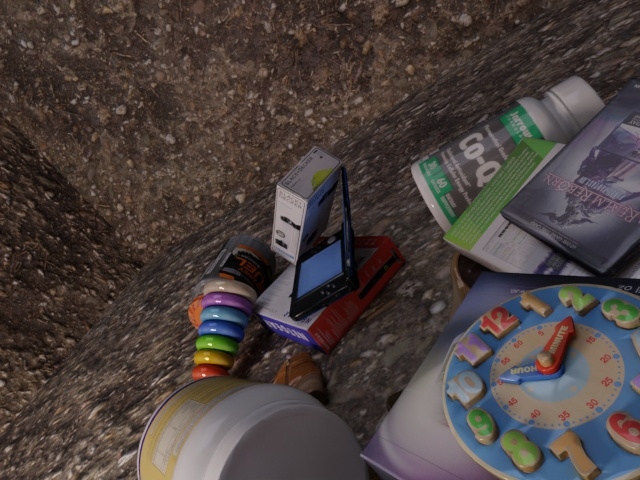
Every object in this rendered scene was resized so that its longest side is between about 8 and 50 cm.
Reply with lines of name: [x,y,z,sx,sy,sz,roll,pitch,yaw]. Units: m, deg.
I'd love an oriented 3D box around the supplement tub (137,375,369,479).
supplement tub: [-0.109,0.321,0.663,0.241,0.241,0.331,-50,15,-29]

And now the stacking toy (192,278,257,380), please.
stacking toy: [-0.250,0.269,1.147,0.141,0.141,0.330,-19,52,40]

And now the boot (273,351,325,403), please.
boot: [-0.083,0.312,0.942,0.197,0.073,0.152,-27,20,-2]

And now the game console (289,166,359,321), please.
game console: [0.000,0.000,1.080,0.250,0.173,0.293,-32,21,15]

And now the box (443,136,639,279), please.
box: [0.364,-0.028,0.691,0.232,0.058,0.322,-51,33,0]

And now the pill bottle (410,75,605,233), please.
pill bottle: [0.392,-0.166,0.978,0.361,0.204,0.204,-31,21,19]

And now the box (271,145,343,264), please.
box: [-0.041,-0.083,1.221,0.169,0.087,0.290,-50,-15,-33]

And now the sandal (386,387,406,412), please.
sandal: [0.140,0.267,0.682,0.072,0.049,0.180,-12,10,1]

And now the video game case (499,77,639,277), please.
video game case: [0.406,-0.094,0.630,0.274,0.026,0.196,-46,33,6]

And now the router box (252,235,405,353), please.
router box: [0.005,0.117,1.190,0.301,0.082,0.335,-47,22,-23]

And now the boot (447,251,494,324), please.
boot: [0.327,0.078,0.782,0.207,0.090,0.248,-12,29,27]

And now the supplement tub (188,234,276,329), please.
supplement tub: [-0.267,0.138,1.439,0.193,0.193,0.316,-26,24,29]

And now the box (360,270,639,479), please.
box: [0.252,0.195,0.475,0.294,0.183,0.296,-49,23,-24]

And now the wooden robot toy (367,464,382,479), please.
wooden robot toy: [0.077,0.322,0.634,0.173,0.079,0.076,-25,24,33]

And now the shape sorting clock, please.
shape sorting clock: [0.202,0.114,0.409,0.206,0.040,0.206,-32,22,15]
